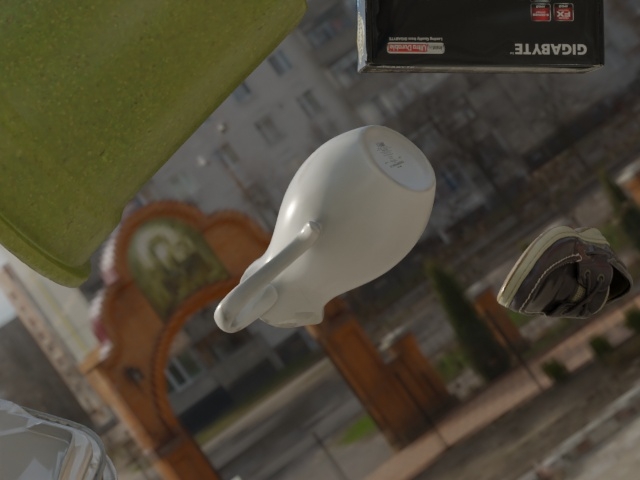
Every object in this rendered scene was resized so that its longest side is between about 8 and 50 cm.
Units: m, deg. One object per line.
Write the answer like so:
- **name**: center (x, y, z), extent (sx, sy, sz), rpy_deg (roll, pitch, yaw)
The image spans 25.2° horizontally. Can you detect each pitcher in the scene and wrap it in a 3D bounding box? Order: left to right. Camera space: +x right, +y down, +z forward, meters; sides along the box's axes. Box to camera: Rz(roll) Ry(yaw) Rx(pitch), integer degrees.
- **pitcher**: center (0.000, 0.000, 1.300), extent (0.207, 0.125, 0.178), rpy_deg (-49, -11, 33)

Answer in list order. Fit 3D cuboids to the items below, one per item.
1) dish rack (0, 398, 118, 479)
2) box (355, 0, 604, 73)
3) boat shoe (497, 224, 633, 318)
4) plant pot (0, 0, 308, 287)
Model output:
- **dish rack**: center (-0.327, 0.236, 1.140), extent (0.333, 0.285, 0.072), rpy_deg (-75, 0, -50)
- **box**: center (0.140, -0.238, 1.277), extent (0.220, 0.175, 0.051), rpy_deg (0, -2, -10)
- **boat shoe**: center (0.296, 0.045, 1.672), extent (0.103, 0.092, 0.285), rpy_deg (-58, -21, 18)
- **plant pot**: center (-0.157, -0.152, 0.992), extent (0.254, 0.276, 0.276), rpy_deg (-38, -1, 2)
